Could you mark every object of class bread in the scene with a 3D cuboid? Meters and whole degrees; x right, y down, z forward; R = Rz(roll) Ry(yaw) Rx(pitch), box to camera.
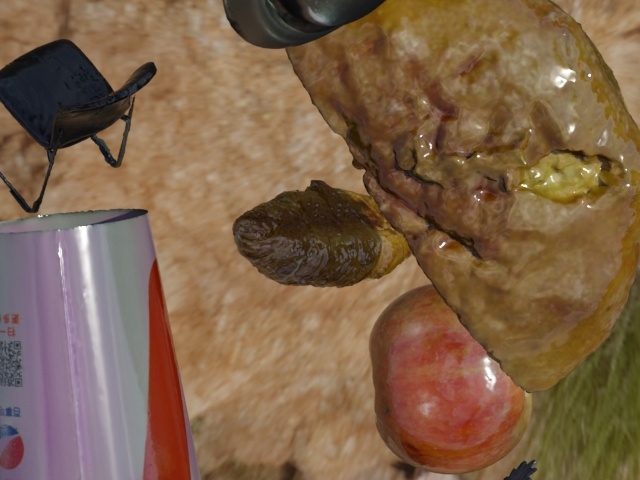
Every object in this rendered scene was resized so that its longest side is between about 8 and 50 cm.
[{"bbox_3d":[0.130,-0.076,1.220,0.179,0.194,0.340,-32,96,15],"label":"bread"},{"bbox_3d":[0.000,0.000,1.560,0.105,0.233,0.076,50,125,31],"label":"bread"}]

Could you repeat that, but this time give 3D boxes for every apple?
[{"bbox_3d":[0.133,0.142,1.779,0.164,0.209,0.209,-6,95,10],"label":"apple"}]

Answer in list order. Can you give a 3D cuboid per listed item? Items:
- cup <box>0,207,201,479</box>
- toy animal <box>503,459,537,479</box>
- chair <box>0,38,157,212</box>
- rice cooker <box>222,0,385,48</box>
[{"bbox_3d":[-0.183,0.126,1.333,0.203,0.203,0.288,-5,97,8],"label":"cup"},{"bbox_3d":[0.164,0.295,1.624,0.062,0.108,0.220,23,110,11],"label":"toy animal"},{"bbox_3d":[-0.290,-0.157,1.931,0.140,0.221,0.145,-33,81,-32],"label":"chair"},{"bbox_3d":[-0.030,-0.257,0.920,0.317,0.316,0.264,32,95,3],"label":"rice cooker"}]
